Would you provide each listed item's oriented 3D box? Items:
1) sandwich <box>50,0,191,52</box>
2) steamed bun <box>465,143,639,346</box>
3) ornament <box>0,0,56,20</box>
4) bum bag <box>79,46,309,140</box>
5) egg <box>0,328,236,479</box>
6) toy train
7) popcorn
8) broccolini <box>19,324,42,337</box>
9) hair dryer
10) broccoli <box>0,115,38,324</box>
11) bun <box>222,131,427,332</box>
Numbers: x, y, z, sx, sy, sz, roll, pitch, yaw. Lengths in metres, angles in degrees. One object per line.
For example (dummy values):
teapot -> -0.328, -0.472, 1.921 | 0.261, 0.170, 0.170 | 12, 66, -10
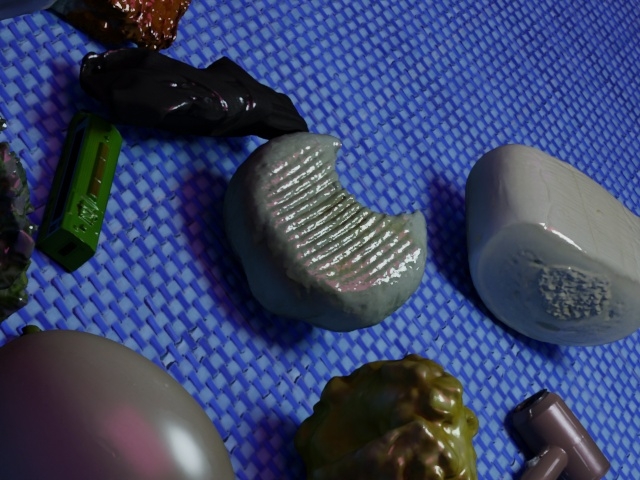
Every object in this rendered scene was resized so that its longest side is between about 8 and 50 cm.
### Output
sandwich -> -0.206, -0.273, 1.903 | 0.159, 0.079, 0.235 | 53, 31, -25
steamed bun -> 0.272, 0.012, 2.227 | 0.250, 0.155, 0.200 | 32, 33, -24
ornament -> -0.314, -0.344, 1.534 | 0.337, 0.337, 0.337 | 36, 34, -30
bum bag -> -0.119, -0.143, 1.847 | 0.142, 0.080, 0.326 | 23, 11, 28
egg -> -0.163, 0.175, 1.379 | 0.242, 0.186, 0.186 | 59, 28, -9
toy train -> -0.211, -0.060, 1.700 | 0.044, 0.042, 0.209 | 40, 33, -26
popcorn -> 0.069, 0.199, 1.703 | 0.155, 0.197, 0.198 | 32, 36, -23
broccolini -> -0.151, 0.172, 1.549 | 0.271, 0.062, 0.123 | 54, 19, 3
hair dryer -> 0.241, 0.247, 2.042 | 0.117, 0.064, 0.181 | 53, 35, -3
broccoli -> -0.363, -0.027, 1.288 | 0.249, 0.302, 0.375 | 49, -7, 35
bun -> 0.000, 0.000, 1.862 | 0.203, 0.126, 0.213 | -10, 65, -31
